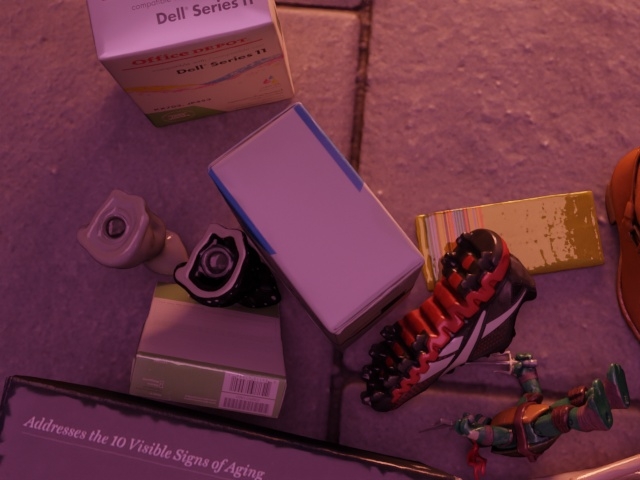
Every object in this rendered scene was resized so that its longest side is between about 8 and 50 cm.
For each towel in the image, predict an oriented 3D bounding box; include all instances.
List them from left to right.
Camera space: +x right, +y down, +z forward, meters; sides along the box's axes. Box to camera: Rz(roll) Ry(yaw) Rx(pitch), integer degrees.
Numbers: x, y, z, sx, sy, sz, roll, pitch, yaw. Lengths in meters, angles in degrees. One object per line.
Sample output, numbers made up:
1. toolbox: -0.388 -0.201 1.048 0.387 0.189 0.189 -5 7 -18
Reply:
1. towel: 0.248 0.000 1.249 0.237 0.021 0.102 -8 86 1

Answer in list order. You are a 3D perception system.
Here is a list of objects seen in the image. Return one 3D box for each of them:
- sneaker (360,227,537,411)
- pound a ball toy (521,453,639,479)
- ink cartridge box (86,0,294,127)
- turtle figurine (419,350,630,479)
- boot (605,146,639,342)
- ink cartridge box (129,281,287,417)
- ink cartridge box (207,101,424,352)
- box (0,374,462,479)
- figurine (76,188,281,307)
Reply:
1. sneaker: 0.166 0.120 1.188 0.135 0.098 0.276 30 106 -28
2. pound a ball toy: 0.309 0.307 1.121 0.319 0.136 0.208 -12 117 2
3. ink cartridge box: -0.154 -0.255 1.141 0.207 0.353 0.119 -12 81 2
4. turtle figurine: 0.249 0.210 1.161 0.234 0.175 0.118 -18 109 34
5. boot: 0.425 0.020 1.130 0.109 0.220 0.284 -10 81 3
6. ink cartridge box: -0.132 0.125 1.148 0.171 0.235 0.056 10 105 -8
7. ink cartridge box: 0.000 0.000 1.118 0.129 0.307 0.223 -38 81 -5
8. box: -0.140 0.431 1.032 0.479 0.297 0.472 13 81 1
9. figurine: -0.163 0.025 1.167 0.214 0.209 0.092 19 82 15
